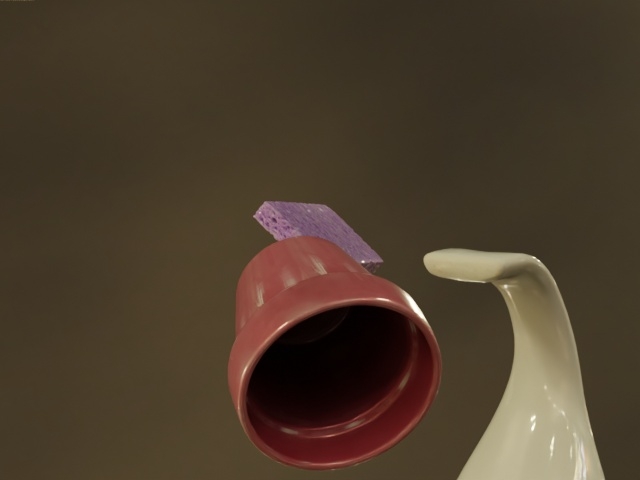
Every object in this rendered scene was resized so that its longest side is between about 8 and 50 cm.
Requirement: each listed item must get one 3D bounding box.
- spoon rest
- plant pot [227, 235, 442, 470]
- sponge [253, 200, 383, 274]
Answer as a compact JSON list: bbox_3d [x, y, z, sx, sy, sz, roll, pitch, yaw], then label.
[{"bbox_3d":[0.116,0.134,0.951,0.084,0.137,0.276,-20,-71,-46],"label":"spoon rest"},{"bbox_3d":[-0.002,0.094,1.609,0.201,0.180,0.201,-8,-57,-12],"label":"plant pot"},{"bbox_3d":[0.000,0.000,2.089,0.031,0.117,0.210,-49,-16,15],"label":"sponge"}]
